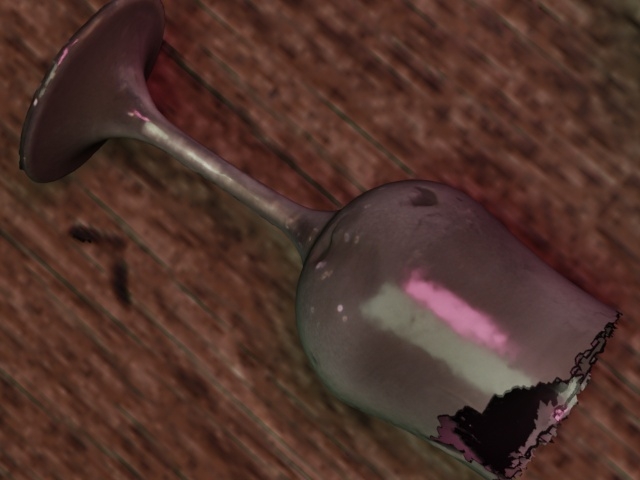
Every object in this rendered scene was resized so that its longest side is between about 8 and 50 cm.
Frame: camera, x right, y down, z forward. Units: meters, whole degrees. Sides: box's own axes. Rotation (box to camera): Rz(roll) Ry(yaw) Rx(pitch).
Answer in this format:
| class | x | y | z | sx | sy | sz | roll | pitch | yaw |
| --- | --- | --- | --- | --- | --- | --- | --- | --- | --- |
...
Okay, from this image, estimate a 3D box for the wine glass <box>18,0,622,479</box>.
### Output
| class | x | y | z | sx | sy | sz | roll | pitch | yaw |
| --- | --- | --- | --- | --- | --- | --- | --- | --- | --- |
| wine glass | 0.000 | 0.000 | 0.591 | 0.195 | 0.079 | 0.079 | 33 | 107 | 13 |
